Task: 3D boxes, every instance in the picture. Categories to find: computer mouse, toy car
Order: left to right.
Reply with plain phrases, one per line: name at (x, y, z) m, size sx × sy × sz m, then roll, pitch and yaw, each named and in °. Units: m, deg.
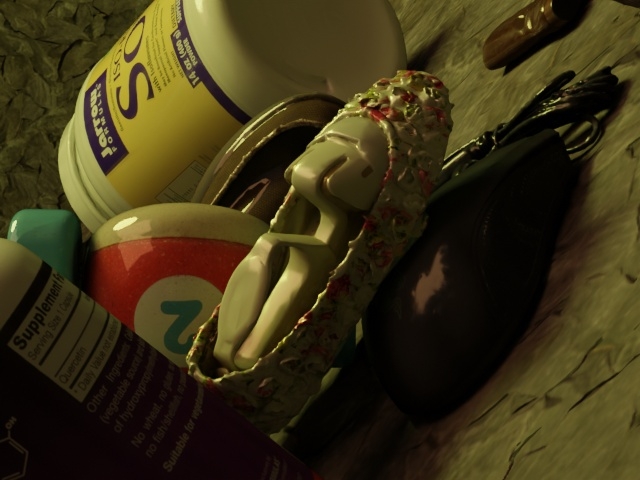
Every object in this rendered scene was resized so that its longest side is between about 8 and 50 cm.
toy car at (-0.084, 0.113, 1.054) m, size 0.210 × 0.219 × 0.238 m, roll 94°, pitch 177°, yaw -72°
computer mouse at (0.082, -0.006, 1.015) m, size 0.188 × 0.072 × 0.272 m, roll -40°, pitch 16°, yaw 37°

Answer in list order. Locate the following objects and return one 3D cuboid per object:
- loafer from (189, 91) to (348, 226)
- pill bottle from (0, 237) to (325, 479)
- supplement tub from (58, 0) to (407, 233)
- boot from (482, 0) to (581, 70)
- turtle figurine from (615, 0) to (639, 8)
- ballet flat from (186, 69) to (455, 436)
loafer at (-0.064, 0.058, 1.269) m, size 0.366 × 0.134 × 0.130 m, roll -59°, pitch 17°, yaw 7°
pill bottle at (-0.146, 0.124, 0.863) m, size 0.181 × 0.323 × 0.181 m, roll -48°, pitch 12°, yaw 14°
supplement tub at (-0.097, -0.135, 1.640) m, size 0.331 × 0.241 × 0.241 m, roll -38°, pitch 17°, yaw 45°
boot at (0.178, -0.190, 1.308) m, size 0.106 × 0.037 × 0.114 m, roll -55°, pitch 8°, yaw -27°
turtle figurine at (0.214, -0.193, 0.990) m, size 0.175 × 0.118 × 0.234 m, roll -34°, pitch 0°, yaw 10°
ballet flat at (0.000, 0.000, 0.940) m, size 0.091 × 0.077 × 0.241 m, roll 21°, pitch 81°, yaw 39°
